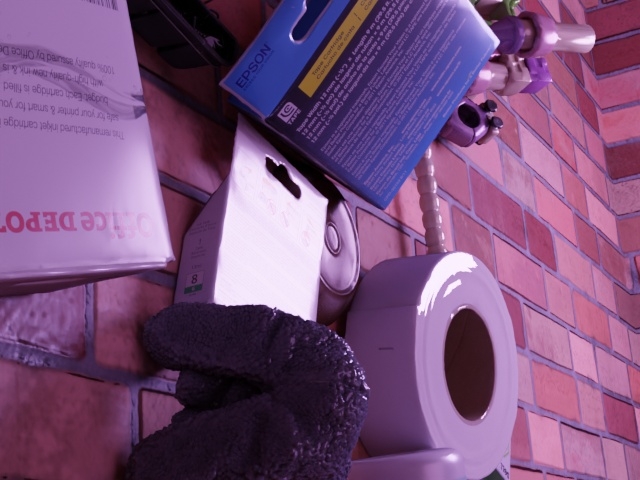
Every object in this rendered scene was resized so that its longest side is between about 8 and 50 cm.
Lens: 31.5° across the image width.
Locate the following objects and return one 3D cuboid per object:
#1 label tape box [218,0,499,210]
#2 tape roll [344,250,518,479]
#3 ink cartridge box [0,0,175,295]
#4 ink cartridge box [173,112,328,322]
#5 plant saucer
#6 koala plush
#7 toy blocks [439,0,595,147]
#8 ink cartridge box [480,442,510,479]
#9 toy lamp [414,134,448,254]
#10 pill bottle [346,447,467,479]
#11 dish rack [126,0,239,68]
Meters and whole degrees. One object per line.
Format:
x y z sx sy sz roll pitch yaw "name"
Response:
0.029 -0.211 1.238 0.249 0.115 0.348 -56 143 1 "label tape box"
0.144 0.156 1.415 0.286 0.100 0.286 15 72 -54 "tape roll"
-0.236 -0.116 0.784 0.223 0.129 0.307 -2 80 -64 "ink cartridge box"
-0.065 0.012 1.156 0.181 0.056 0.224 44 40 -45 "ink cartridge box"
0.000 0.000 1.315 0.198 0.036 0.198 39 44 -53 "plant saucer"
-0.035 0.177 1.016 0.221 0.203 0.196 61 29 -54 "koala plush"
0.192 -0.329 1.709 0.260 0.309 0.288 -4 67 -31 "toy blocks"
0.222 0.280 1.601 0.109 0.062 0.209 53 35 -41 "ink cartridge box"
0.155 -0.035 1.599 0.080 0.080 0.274 15 63 -61 "toy lamp"
0.101 0.363 1.224 0.146 0.146 0.264 11 69 -62 "pill bottle"
-0.155 -0.317 1.106 0.208 0.074 0.271 46 40 -48 "dish rack"
